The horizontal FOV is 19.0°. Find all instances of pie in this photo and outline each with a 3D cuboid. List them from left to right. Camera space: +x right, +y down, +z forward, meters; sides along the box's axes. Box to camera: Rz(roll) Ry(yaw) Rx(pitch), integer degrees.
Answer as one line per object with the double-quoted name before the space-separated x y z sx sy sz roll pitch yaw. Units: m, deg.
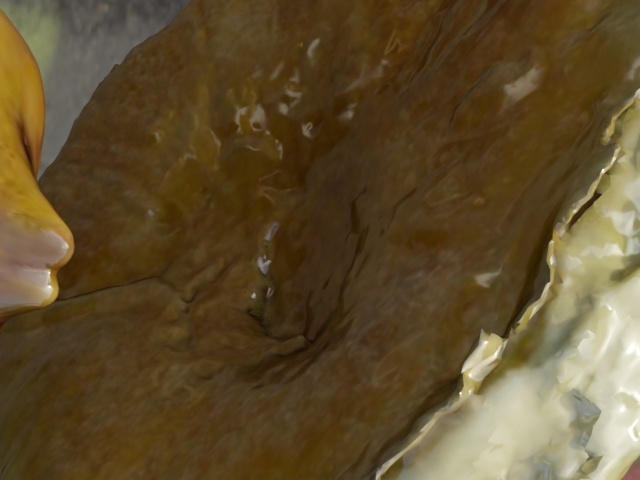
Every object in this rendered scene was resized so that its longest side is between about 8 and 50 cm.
"pie" 0.000 0.000 0.637 0.339 0.339 0.083 -34 123 24

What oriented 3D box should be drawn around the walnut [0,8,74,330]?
"walnut" -0.204 -0.021 0.609 0.336 0.209 0.209 10 137 32
